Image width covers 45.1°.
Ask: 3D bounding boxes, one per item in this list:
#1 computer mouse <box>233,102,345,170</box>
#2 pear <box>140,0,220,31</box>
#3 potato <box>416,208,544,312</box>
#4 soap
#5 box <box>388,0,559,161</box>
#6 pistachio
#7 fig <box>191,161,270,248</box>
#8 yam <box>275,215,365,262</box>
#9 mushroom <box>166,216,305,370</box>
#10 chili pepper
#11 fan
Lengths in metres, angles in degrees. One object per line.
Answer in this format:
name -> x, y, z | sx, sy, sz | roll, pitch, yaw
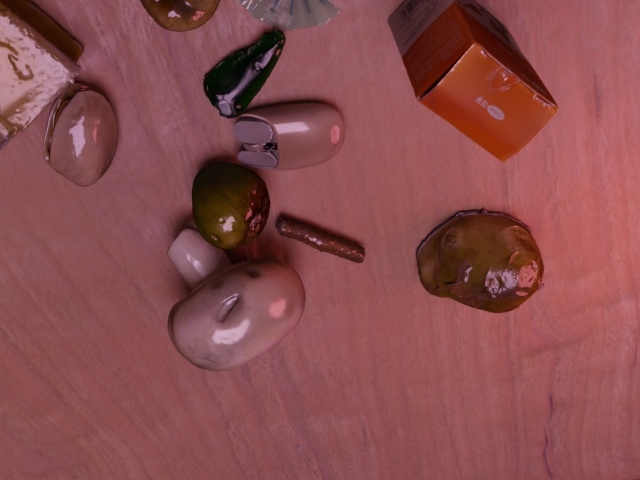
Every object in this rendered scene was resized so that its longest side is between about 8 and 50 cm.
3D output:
computer mouse -> -0.065, -0.220, 1.643 | 0.237, 0.082, 0.145 | -5, 130, -3
pear -> -0.250, -0.464, 1.384 | 0.167, 0.136, 0.167 | 4, 118, 7
potato -> 0.392, 0.073, 1.864 | 0.300, 0.196, 0.246 | -8, 128, 2
soap -> -0.664, -0.346, 1.419 | 0.304, 0.169, 0.339 | -41, 122, 13
box -> 0.271, -0.327, 1.420 | 0.225, 0.341, 0.143 | 30, 121, -27
pistachio -> -0.493, -0.211, 1.579 | 0.152, 0.126, 0.223 | -21, 133, -34
fig -> -0.201, -0.081, 1.677 | 0.181, 0.191, 0.181 | -34, 161, -13
yam -> 0.000, 0.000, 1.847 | 0.241, 0.056, 0.056 | 21, 124, -24
mushroom -> -0.226, 0.158, 1.793 | 0.353, 0.353, 0.325 | 19, 109, -20
chili pepper -> -0.149, -0.341, 1.547 | 0.108, 0.062, 0.216 | 31, 118, -27
fan -> -0.075, -0.470, 1.483 | 0.240, 0.009, 0.131 | 19, 127, -21
